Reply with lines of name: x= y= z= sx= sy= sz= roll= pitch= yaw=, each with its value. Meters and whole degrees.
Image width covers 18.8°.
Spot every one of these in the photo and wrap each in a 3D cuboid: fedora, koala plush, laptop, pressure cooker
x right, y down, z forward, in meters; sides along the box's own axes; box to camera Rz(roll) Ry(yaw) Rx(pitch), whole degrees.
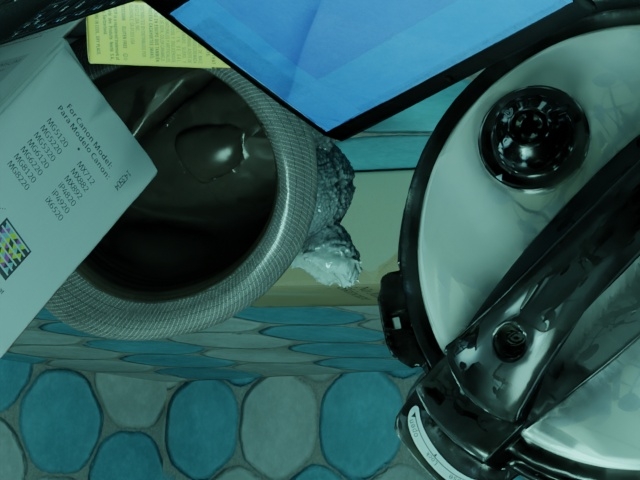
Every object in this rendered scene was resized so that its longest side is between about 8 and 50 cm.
fedora: x=-0.114 y=-0.057 z=1.525 sx=0.275 sy=0.243 sz=0.124 roll=-32 pitch=-178 yaw=26
koala plush: x=-0.057 y=-0.043 z=1.669 sx=0.221 sy=0.196 sz=0.203 roll=-7 pitch=178 yaw=42
laptop: x=-0.040 y=-0.108 z=1.016 sx=0.264 sy=0.136 sz=0.234 roll=-26 pitch=180 yaw=-41
pressure cooker: x=0.244 y=0.029 z=1.435 sx=0.376 sy=0.369 sz=0.420 roll=1 pitch=168 yaw=15

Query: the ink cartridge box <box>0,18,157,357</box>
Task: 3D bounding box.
ink cartridge box: x=-0.286 y=-0.039 z=1.419 sx=0.309 sy=0.272 sz=0.130 roll=-6 pitch=126 yaw=43

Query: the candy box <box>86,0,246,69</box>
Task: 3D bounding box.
candy box: x=-0.045 y=-0.155 z=1.191 sx=0.187 sy=0.109 sz=0.053 roll=3 pitch=130 yaw=-1

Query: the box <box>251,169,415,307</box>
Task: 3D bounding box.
box: x=0.046 y=0.000 z=2.024 sx=0.311 sy=0.121 sz=0.148 roll=-2 pitch=169 yaw=24
